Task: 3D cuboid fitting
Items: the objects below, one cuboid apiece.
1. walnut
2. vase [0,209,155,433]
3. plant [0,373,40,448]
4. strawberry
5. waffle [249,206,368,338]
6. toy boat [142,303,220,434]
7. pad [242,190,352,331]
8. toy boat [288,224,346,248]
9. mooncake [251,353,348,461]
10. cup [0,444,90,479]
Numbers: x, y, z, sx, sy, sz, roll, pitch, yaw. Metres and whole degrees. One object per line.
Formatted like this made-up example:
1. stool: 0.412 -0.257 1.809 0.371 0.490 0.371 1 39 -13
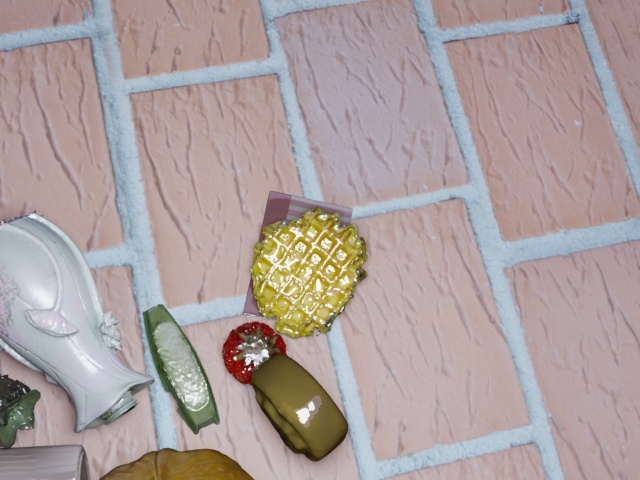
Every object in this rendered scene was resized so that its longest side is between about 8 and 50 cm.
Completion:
1. walnut: -0.263 0.558 1.644 0.354 0.398 0.308 -20 42 -10
2. vase: -0.532 0.176 1.818 0.250 0.250 0.445 -36 83 -15
3. plant: -0.647 0.330 1.762 0.203 0.131 0.142 2 62 30
4. strawberry: -0.140 0.238 1.905 0.145 0.086 0.145 1 74 -5
5. waffle: -0.021 0.069 1.953 0.262 0.060 0.280 -9 85 -3
6. toy boat: -0.301 0.265 1.895 0.093 0.055 0.293 -24 76 -15
7. pad: -0.048 0.043 2.018 0.202 0.005 0.300 12 71 -1
8. toy boat: -0.011 -0.005 2.015 0.149 0.034 0.105 -43 86 -15
9. mooncake: -0.049 0.339 1.799 0.117 0.235 0.235 -40 80 -14
10. cup: -0.584 0.534 1.701 0.273 0.208 0.288 -4 71 -8
